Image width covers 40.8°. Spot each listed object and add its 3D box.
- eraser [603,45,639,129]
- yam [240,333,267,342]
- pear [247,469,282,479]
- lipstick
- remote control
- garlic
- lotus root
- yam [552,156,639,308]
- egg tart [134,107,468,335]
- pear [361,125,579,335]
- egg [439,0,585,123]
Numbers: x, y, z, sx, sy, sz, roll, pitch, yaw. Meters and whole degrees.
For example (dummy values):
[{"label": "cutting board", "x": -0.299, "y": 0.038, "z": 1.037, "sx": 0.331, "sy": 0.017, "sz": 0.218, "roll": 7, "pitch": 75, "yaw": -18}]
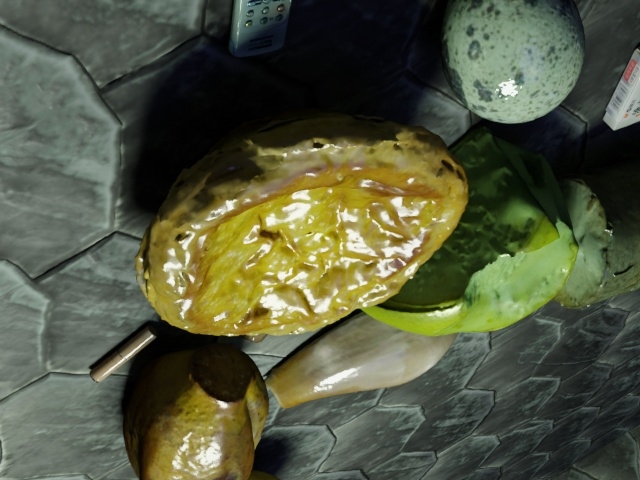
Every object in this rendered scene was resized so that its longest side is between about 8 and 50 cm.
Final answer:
[{"label": "eraser", "x": 0.403, "y": -0.196, "z": 1.088, "sx": 0.052, "sy": 0.029, "sz": 0.122, "roll": -20, "pitch": 148, "yaw": -19}, {"label": "yam", "x": 0.000, "y": 0.000, "z": 0.996, "sx": 0.045, "sy": 0.045, "sz": 0.326, "roll": 32, "pitch": 118, "yaw": -12}, {"label": "pear", "x": -0.156, "y": 0.516, "z": 1.375, "sx": 0.315, "sy": 0.314, "sz": 0.314, "roll": -23, "pitch": 148, "yaw": -15}, {"label": "lipstick", "x": -0.230, "y": 0.133, "z": 1.006, "sx": 0.094, "sy": 0.019, "sz": 0.019, "roll": -38, "pitch": 149, "yaw": 10}, {"label": "remote control", "x": -0.045, "y": -0.201, "z": 0.690, "sx": 0.053, "sy": 0.017, "sz": 0.124, "roll": -17, "pitch": 146, "yaw": -25}, {"label": "garlic", "x": 0.071, "y": 0.166, "z": 1.262, "sx": 0.318, "sy": 0.112, "sz": 0.143, "roll": -18, "pitch": 151, "yaw": -3}, {"label": "lotus root", "x": -0.149, "y": 0.234, "z": 1.077, "sx": 0.193, "sy": 0.193, "sz": 0.290, "roll": -14, "pitch": 142, "yaw": -28}, {"label": "yam", "x": 0.443, "y": -0.022, "z": 1.225, "sx": 0.300, "sy": 0.195, "sz": 0.195, "roll": -12, "pitch": 144, "yaw": -28}, {"label": "egg tart", "x": -0.026, "y": -0.022, "z": 0.847, "sx": 0.341, "sy": 0.129, "sz": 0.341, "roll": -18, "pitch": 146, "yaw": -13}, {"label": "pear", "x": 0.199, "y": 0.027, "z": 1.088, "sx": 0.286, "sy": 0.176, "sz": 0.282, "roll": -39, "pitch": 149, "yaw": 13}, {"label": "egg", "x": 0.176, "y": -0.188, "z": 0.798, "sx": 0.132, "sy": 0.132, "sz": 0.172, "roll": -29, "pitch": 137, "yaw": -5}]
